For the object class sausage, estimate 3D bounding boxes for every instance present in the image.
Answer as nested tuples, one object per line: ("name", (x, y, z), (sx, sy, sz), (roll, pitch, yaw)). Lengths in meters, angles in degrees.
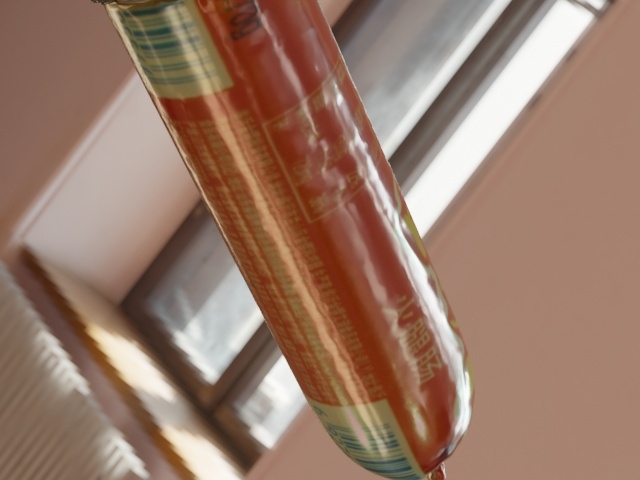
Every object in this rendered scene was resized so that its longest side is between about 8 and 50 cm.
("sausage", (0.000, 0.000, 0.625), (0.083, 0.083, 0.264), (43, -19, 57))
